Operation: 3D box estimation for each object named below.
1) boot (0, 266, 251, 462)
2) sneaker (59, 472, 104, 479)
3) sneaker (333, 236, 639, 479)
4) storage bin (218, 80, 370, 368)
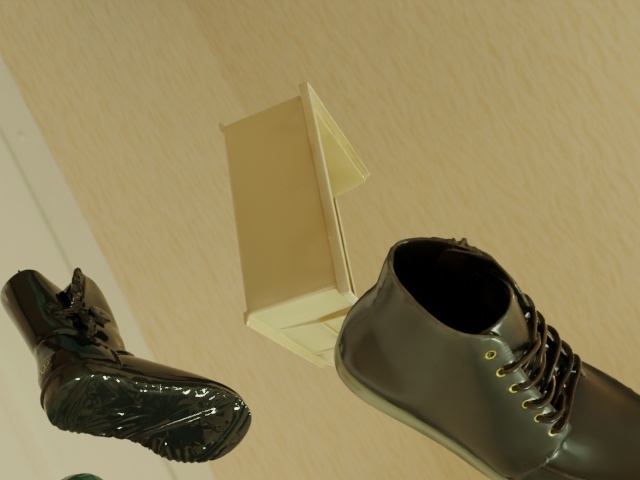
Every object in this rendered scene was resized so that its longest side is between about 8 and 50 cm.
[{"bbox_3d":[-0.206,0.125,0.779,0.246,0.207,0.094,27,102,-42],"label":"boot"},{"bbox_3d":[-0.213,0.397,0.794,0.121,0.302,0.108,-26,165,31],"label":"sneaker"},{"bbox_3d":[0.119,0.082,0.405,0.118,0.222,0.083,108,4,-57],"label":"sneaker"},{"bbox_3d":[0.000,0.000,0.890,0.123,0.262,0.260,-19,153,15],"label":"storage bin"}]
